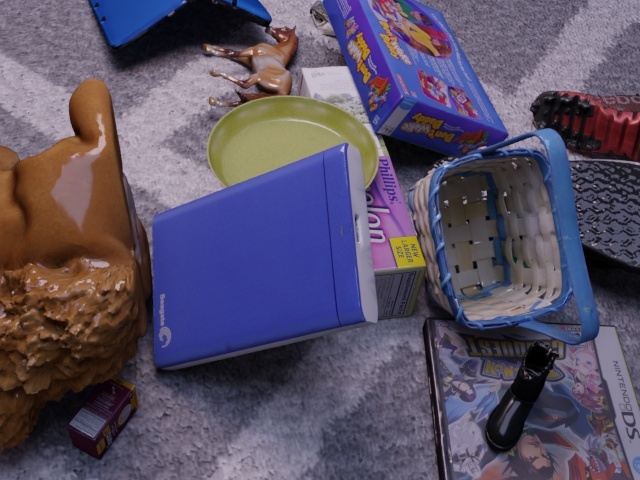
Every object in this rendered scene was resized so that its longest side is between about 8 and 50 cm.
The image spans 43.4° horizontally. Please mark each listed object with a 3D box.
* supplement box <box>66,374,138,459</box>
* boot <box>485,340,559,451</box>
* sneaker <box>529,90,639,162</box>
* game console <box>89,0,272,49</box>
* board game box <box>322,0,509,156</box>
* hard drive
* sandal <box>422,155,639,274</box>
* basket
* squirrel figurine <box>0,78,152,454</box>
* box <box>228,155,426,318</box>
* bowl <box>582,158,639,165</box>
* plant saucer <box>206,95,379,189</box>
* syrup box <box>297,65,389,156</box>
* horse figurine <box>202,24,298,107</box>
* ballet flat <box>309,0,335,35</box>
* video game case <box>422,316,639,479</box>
[{"bbox_3d":[-0.261,0.211,0.969,0.043,0.055,0.083,24,52,13],"label":"supplement box"},{"bbox_3d":[0.246,0.187,0.980,0.045,0.099,0.121,29,53,19],"label":"boot"},{"bbox_3d":[0.508,-0.206,1.397,0.276,0.098,0.135,18,32,21],"label":"sneaker"},{"bbox_3d":[-0.270,-0.444,1.510,0.250,0.173,0.293,15,29,-36],"label":"game console"},{"bbox_3d":[0.156,-0.300,1.378,0.233,0.078,0.347,13,43,-32],"label":"board game box"},{"bbox_3d":[-0.082,0.028,0.983,0.318,0.040,0.210,-17,68,33],"label":"hard drive"},{"bbox_3d":[0.375,-0.039,1.227,0.445,0.107,0.168,12,70,19],"label":"sandal"},{"bbox_3d":[0.240,-0.009,1.038,0.201,0.289,0.255,-13,97,-14],"label":"basket"},{"bbox_3d":[-0.402,0.046,0.959,0.370,0.281,0.397,-10,49,-8],"label":"squirrel figurine"},{"bbox_3d":[0.000,0.000,1.140,0.242,0.117,0.214,-4,51,-11],"label":"box"},{"bbox_3d":[0.483,-0.081,1.314,0.142,0.053,0.142,3,49,-3],"label":"bowl"},{"bbox_3d":[-0.039,-0.114,1.131,0.240,0.037,0.241,3,49,-3],"label":"plant saucer"},{"bbox_3d":[0.032,-0.175,1.305,0.093,0.096,0.237,-5,50,-14],"label":"syrup box"},{"bbox_3d":[-0.111,-0.294,1.402,0.174,0.066,0.263,2,42,-14],"label":"horse figurine"},{"bbox_3d":[0.014,-0.419,1.554,0.041,0.041,0.114,-22,56,-24],"label":"ballet flat"},{"bbox_3d":[0.281,0.215,1.049,0.274,0.035,0.248,3,50,-5],"label":"video game case"}]
